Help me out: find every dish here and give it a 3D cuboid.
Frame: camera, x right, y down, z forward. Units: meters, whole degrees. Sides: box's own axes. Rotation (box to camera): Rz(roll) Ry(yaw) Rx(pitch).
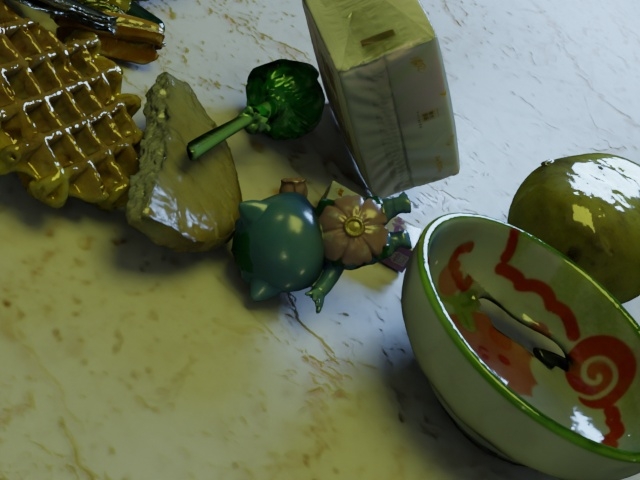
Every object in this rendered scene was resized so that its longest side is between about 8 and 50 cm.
[{"bbox_3d":[0.197,0.127,1.300,0.324,0.124,0.324,28,30,-18],"label":"dish"}]

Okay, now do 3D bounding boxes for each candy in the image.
[{"bbox_3d":[-0.075,-0.125,1.365,0.097,0.097,0.323,38,25,4],"label":"candy"}]

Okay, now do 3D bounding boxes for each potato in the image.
[{"bbox_3d":[0.315,-0.013,1.528,0.197,0.148,0.228,43,35,-11],"label":"potato"}]

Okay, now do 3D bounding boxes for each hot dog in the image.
[{"bbox_3d":[-0.230,-0.229,1.421,0.133,0.056,0.041,9,33,-27],"label":"hot dog"}]

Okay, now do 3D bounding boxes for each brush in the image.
[{"bbox_3d":[0.316,0.159,1.440,0.193,0.016,0.063,23,36,-17],"label":"brush"}]

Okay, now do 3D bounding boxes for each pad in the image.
[{"bbox_3d":[-0.334,-0.274,1.320,0.233,0.022,0.174,29,9,24],"label":"pad"}]

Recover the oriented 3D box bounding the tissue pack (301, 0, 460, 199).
[{"bbox_3d":[0.065,-0.190,1.454,0.124,0.225,0.185,-19,52,0],"label":"tissue pack"}]

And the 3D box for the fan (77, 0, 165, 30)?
[{"bbox_3d":[-0.240,-0.264,1.441,0.155,0.082,0.039,30,41,-26],"label":"fan"}]

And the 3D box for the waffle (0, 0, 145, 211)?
[{"bbox_3d":[-0.265,-0.139,1.228,0.253,0.056,0.249,38,31,-31],"label":"waffle"}]

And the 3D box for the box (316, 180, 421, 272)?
[{"bbox_3d":[0.051,-0.015,1.413,0.117,0.036,0.051,28,35,-9],"label":"box"}]

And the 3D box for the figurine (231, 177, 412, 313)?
[{"bbox_3d":[-0.001,-0.005,1.289,0.178,0.114,0.144,-10,18,-5],"label":"figurine"}]

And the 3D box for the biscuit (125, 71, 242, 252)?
[{"bbox_3d":[-0.125,-0.066,1.293,0.141,0.038,0.290,45,23,-28],"label":"biscuit"}]
